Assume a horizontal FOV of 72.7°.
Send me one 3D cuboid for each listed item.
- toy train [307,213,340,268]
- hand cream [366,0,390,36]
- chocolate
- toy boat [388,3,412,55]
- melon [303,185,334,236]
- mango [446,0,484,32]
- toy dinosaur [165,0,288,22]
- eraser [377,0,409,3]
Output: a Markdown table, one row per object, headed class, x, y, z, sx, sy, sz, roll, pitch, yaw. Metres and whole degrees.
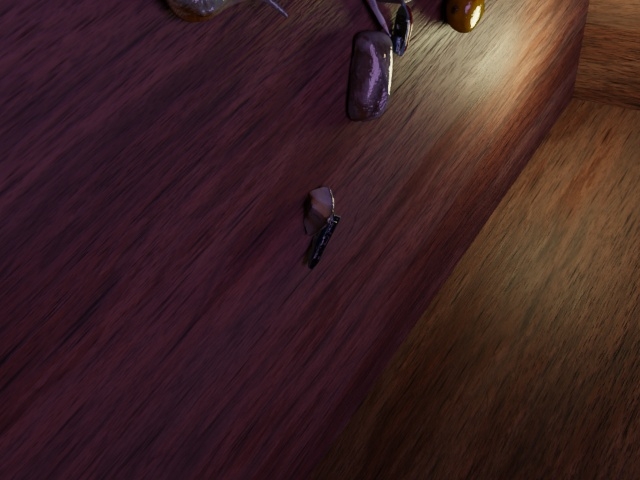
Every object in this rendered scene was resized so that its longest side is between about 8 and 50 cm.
| class | x | y | z | sx | sy | sz | roll | pitch | yaw |
| --- | --- | --- | --- | --- | --- | --- | --- | --- | --- |
| toy train | 0.000 | 0.000 | 1.692 | 0.052 | 0.051 | 0.234 | 16 | 103 | -55 |
| hand cream | 0.179 | -0.757 | 1.412 | 0.216 | 0.038 | 0.052 | 37 | 61 | -54 |
| chocolate | 0.187 | -0.562 | 1.515 | 0.185 | 0.100 | 0.303 | -23 | 127 | -39 |
| toy boat | 0.280 | -0.740 | 1.531 | 0.059 | 0.069 | 0.173 | -16 | 132 | -30 |
| melon | -0.005 | -0.093 | 1.575 | 0.093 | 0.139 | 0.202 | 8 | 111 | -31 |
| mango | 0.598 | -0.941 | 1.772 | 0.317 | 0.119 | 0.176 | -25 | 129 | -53 |
| toy dinosaur | -0.233 | -0.573 | 0.962 | 0.393 | 0.092 | 0.205 | -1 | 114 | -53 |
| eraser | 0.303 | -0.857 | 1.442 | 0.352 | 0.111 | 0.077 | -38 | 141 | -31 |
